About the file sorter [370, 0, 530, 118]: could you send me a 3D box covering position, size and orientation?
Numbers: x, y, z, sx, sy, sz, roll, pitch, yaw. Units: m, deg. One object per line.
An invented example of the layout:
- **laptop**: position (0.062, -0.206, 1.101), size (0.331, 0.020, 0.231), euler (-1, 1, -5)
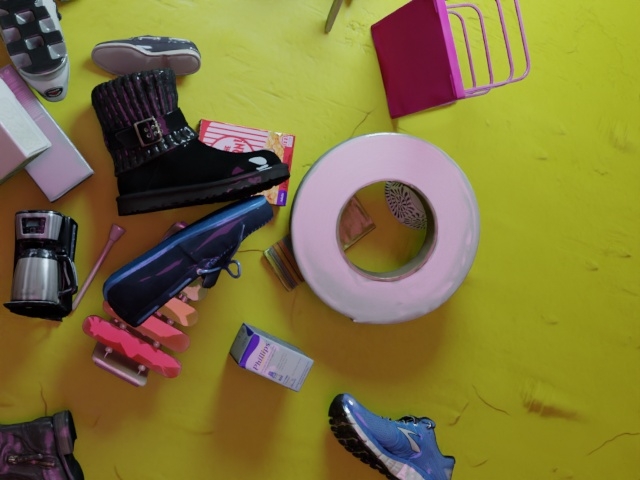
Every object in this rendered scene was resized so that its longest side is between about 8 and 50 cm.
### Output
- **file sorter**: position (0.256, -0.376, 1.543), size (0.182, 0.290, 0.202), euler (-15, 96, -18)

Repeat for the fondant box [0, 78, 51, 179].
- **fondant box**: position (-0.659, -0.160, 1.304), size (0.330, 0.096, 0.238), euler (-32, 102, 17)

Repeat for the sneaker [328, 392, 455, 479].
- **sneaker**: position (0.156, 0.418, 1.641), size (0.330, 0.129, 0.147), euler (42, 66, -17)

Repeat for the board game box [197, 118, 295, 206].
- **board game box**: position (-0.156, -0.153, 1.553), size (0.193, 0.045, 0.147), euler (7, 90, -16)

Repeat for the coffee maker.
- **coffee maker**: position (-0.509, 0.047, 1.416), size (0.120, 0.171, 0.178), euler (6, 73, -23)

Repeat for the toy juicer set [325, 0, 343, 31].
- **toy juicer set**: position (0.100, -0.585, 1.529), size (0.089, 0.209, 0.329), euler (17, 86, -8)

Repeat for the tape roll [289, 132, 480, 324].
- **tape roll**: position (0.128, -0.023, 1.569), size (0.391, 0.072, 0.392), euler (-1, 98, -7)

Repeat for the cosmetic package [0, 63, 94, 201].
- **cosmetic package**: position (-0.521, -0.188, 1.404), size (0.107, 0.127, 0.238), euler (-35, 99, -13)

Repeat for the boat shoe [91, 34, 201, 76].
- **boat shoe**: position (-0.335, -0.361, 1.498), size (0.206, 0.075, 0.065), euler (1, 49, -11)

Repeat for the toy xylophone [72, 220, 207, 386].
- **toy xylophone**: position (-0.338, 0.108, 1.490), size (0.236, 0.081, 0.323), euler (24, 85, -15)

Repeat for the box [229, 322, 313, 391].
- **box**: position (-0.100, 0.231, 1.542), size (0.137, 0.126, 0.072), euler (28, 86, -15)

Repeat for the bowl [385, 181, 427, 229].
- **bowl**: position (0.231, -0.106, 1.651), size (0.170, 0.080, 0.170), euler (-1, 93, -17)

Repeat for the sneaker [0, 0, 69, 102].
- **sneaker**: position (-0.532, -0.396, 1.404), size (0.122, 0.146, 0.331), euler (-15, 71, -12)

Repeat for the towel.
- **towel**: position (0.000, 0.000, 1.618), size (0.237, 0.021, 0.102), euler (-36, 102, -13)

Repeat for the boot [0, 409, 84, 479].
- **boot**: position (-0.567, 0.441, 1.443), size (0.228, 0.091, 0.263), euler (-8, 90, -11)

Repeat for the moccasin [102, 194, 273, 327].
- **moccasin**: position (-0.229, 0.037, 1.425), size (0.342, 0.138, 0.117), euler (-30, 104, 1)

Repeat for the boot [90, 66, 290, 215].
- **boot**: position (-0.243, -0.197, 1.440), size (0.347, 0.131, 0.260), euler (-9, 90, 1)
